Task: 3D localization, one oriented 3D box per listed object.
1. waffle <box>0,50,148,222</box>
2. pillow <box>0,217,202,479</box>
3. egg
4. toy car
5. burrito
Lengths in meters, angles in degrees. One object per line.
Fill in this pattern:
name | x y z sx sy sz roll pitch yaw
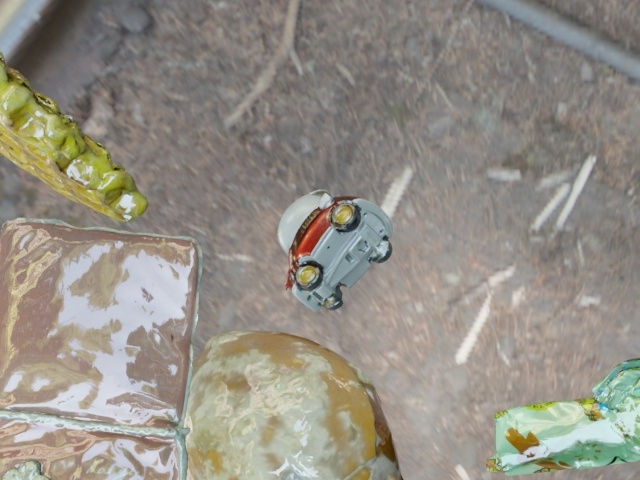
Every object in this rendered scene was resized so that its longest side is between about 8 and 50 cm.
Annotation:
waffle | -0.254 -0.101 1.104 0.254 0.245 0.052 22 71 50
pillow | -0.133 0.103 0.752 0.126 0.043 0.232 2 79 3
egg | -0.030 0.181 1.183 0.195 0.195 0.233 -34 65 0
toy car | 0.000 0.000 1.537 0.112 0.112 0.139 37 86 35
burrito | 0.299 0.172 1.344 0.288 0.054 0.104 -10 101 18
